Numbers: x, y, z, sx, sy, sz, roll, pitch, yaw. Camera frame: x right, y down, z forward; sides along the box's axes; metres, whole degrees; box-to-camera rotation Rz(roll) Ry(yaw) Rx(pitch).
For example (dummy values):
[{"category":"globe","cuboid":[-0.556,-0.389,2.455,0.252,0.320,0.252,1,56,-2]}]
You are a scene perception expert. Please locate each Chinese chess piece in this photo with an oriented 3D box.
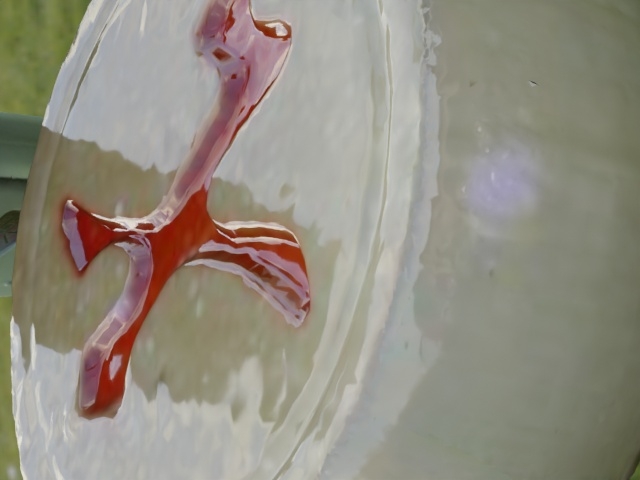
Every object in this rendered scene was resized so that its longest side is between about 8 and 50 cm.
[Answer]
[{"category":"Chinese chess piece","cuboid":[0.000,0.000,0.694,0.338,0.140,0.338,-24,61,52]}]

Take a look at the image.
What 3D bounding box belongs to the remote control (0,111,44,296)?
[{"category":"remote control","cuboid":[-0.199,-0.015,0.848,0.140,0.296,0.056,-33,75,23]}]
